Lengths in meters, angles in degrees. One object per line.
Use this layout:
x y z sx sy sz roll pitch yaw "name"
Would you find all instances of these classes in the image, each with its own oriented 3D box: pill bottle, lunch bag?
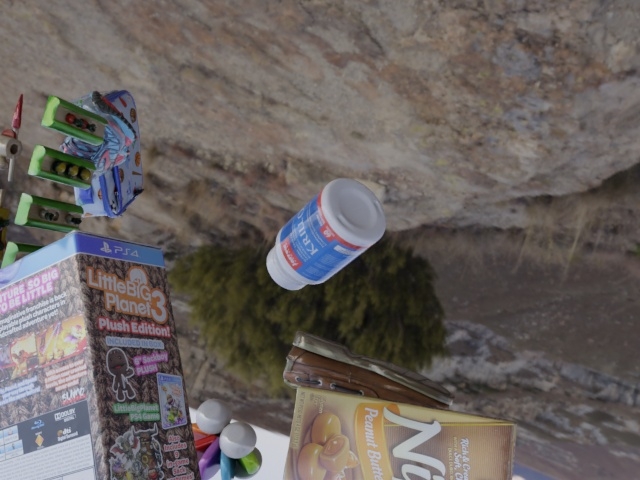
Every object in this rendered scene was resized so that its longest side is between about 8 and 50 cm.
0.000 0.000 1.163 0.124 0.124 0.221 25 139 -21 "pill bottle"
-0.524 -0.205 1.669 0.115 0.303 0.243 1 -157 6 "lunch bag"

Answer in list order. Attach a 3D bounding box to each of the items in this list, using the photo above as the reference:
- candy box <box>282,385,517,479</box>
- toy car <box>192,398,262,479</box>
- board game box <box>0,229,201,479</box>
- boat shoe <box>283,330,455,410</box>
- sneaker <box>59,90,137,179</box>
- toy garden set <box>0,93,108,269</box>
0.110 0.324 0.981 0.316 0.183 0.087 5 170 21 "candy box"
-0.211 0.431 1.416 0.182 0.136 0.159 35 148 29 "toy car"
-0.293 0.169 0.801 0.232 0.291 0.141 -21 161 25 "board game box"
0.081 0.261 1.224 0.307 0.104 0.111 18 177 21 "boat shoe"
-0.411 -0.168 1.243 0.104 0.125 0.262 43 157 0 "sneaker"
-0.369 -0.070 0.908 0.049 0.244 0.204 14 179 19 "toy garden set"
